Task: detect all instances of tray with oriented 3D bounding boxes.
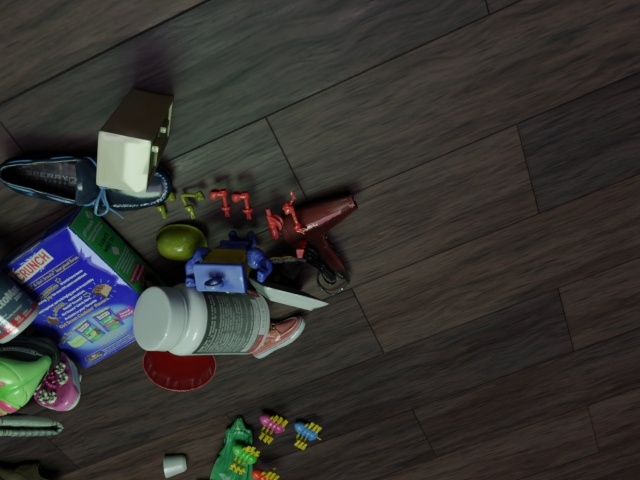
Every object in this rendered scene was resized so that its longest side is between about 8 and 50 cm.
[{"bbox_3d":[-0.085,0.123,1.272,0.145,0.270,0.030,15,87,-15],"label":"tray"}]

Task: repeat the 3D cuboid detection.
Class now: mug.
[{"bbox_3d":[-0.438,0.678,1.683,0.064,0.078,0.062,-9,89,-10],"label":"mug"}]

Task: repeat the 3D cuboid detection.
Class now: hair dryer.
[{"bbox_3d":[0.000,0.000,1.319,0.223,0.080,0.293,13,129,-21],"label":"hair dryer"}]

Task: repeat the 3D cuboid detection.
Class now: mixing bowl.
[{"bbox_3d":[-0.357,0.288,1.429,0.181,0.098,0.181,-3,120,-5],"label":"mixing bowl"}]

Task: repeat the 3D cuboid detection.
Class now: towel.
[{"bbox_3d":[-0.855,0.431,1.345,0.312,0.056,0.324,-3,164,33],"label":"towel"}]

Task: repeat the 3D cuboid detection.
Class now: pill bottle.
[{"bbox_3d":[-0.690,0.117,1.155,0.108,0.108,0.180,-31,115,13],"label":"pill bottle"},{"bbox_3d":[-0.267,0.181,1.271,0.283,0.161,0.161,13,124,-49],"label":"pill bottle"}]

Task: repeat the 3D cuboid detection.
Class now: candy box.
[{"bbox_3d":[-0.551,0.113,1.294,0.268,0.122,0.317,-29,120,14],"label":"candy box"}]

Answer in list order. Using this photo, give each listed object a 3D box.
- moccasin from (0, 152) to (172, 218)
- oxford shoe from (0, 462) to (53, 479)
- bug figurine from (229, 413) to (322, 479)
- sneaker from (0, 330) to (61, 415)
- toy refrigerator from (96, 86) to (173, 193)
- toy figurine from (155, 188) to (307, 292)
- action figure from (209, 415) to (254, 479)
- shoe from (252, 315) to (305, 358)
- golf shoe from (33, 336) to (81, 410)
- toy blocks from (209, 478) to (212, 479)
[{"bbox_3d":[-0.488,-0.110,1.155,0.341,0.117,0.138,0,101,-7],"label":"moccasin"},{"bbox_3d":[-0.876,0.693,1.636,0.227,0.096,0.083,26,153,-2],"label":"oxford shoe"},{"bbox_3d":[-0.137,0.609,1.631,0.279,0.072,0.216,-47,119,0],"label":"bug figurine"},{"bbox_3d":[-0.800,0.277,1.296,0.482,0.202,0.185,6,118,24],"label":"sneaker"},{"bbox_3d":[-0.338,-0.196,1.046,0.094,0.269,0.102,10,118,-11],"label":"toy refrigerator"},{"bbox_3d":[-0.225,0.022,1.174,0.362,0.217,0.191,3,123,9],"label":"toy figurine"},{"bbox_3d":[-0.251,0.624,1.658,0.137,0.063,0.232,7,113,-8],"label":"action figure"},{"bbox_3d":[-0.128,0.238,1.440,0.178,0.063,0.081,-34,123,19],"label":"shoe"},{"bbox_3d":[-0.627,0.330,1.347,0.115,0.306,0.140,-55,131,-13],"label":"golf shoe"},{"bbox_3d":[-0.331,0.809,1.764,0.148,0.054,0.123,11,118,-12],"label":"toy blocks"}]
